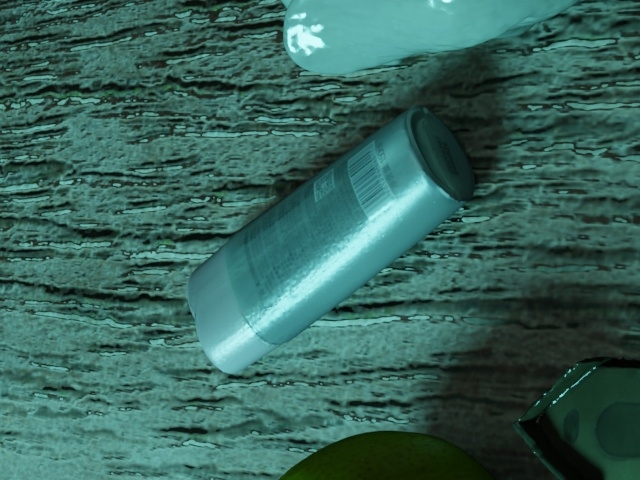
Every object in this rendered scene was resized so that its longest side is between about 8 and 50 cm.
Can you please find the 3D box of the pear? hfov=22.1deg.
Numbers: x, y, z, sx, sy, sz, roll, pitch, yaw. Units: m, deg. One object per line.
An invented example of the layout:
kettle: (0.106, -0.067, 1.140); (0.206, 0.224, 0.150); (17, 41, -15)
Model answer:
pear: (0.048, 0.218, 1.136); (0.198, 0.198, 0.198); (-12, 72, 41)

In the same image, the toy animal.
toy animal: (0.089, -0.232, 1.199); (0.265, 0.206, 0.271); (27, 97, 47)

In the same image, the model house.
model house: (0.215, 0.122, 1.016); (0.243, 0.204, 0.211); (-9, 73, 59)

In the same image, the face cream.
face cream: (0.000, 0.000, 1.313); (0.269, 0.073, 0.107); (-37, 52, 31)
